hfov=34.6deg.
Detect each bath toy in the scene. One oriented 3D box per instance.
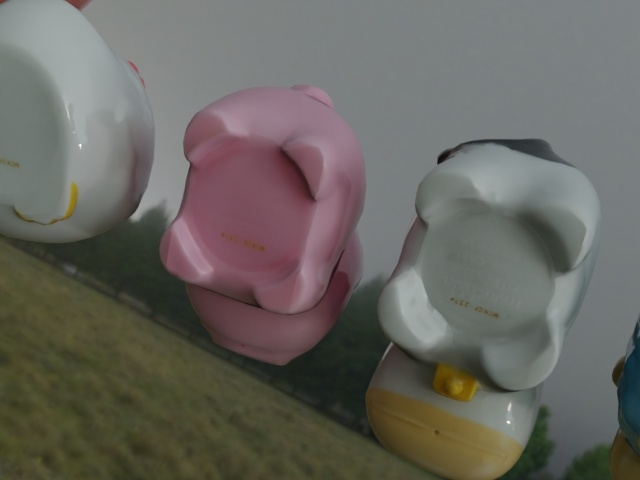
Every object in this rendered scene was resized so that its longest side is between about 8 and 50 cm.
[{"bbox_3d":[0.000,0.000,0.446,0.348,0.151,0.129,22,18,11],"label":"bath toy"}]

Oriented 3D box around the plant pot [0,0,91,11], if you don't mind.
[{"bbox_3d":[-0.316,-0.164,0.641,0.275,0.243,0.275,40,17,-15],"label":"plant pot"}]
